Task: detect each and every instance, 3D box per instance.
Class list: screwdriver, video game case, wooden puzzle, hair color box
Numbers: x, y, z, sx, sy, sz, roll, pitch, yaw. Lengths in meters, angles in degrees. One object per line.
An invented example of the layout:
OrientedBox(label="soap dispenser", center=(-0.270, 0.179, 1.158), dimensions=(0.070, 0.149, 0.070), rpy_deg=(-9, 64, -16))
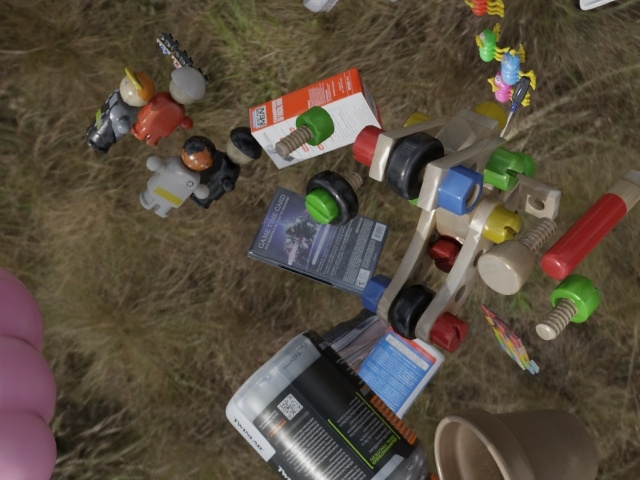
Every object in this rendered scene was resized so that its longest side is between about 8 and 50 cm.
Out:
OrientedBox(label="screwdriver", center=(0.354, -0.227, 1.479), dimensions=(0.025, 0.024, 0.170), rpy_deg=(28, 126, 23))
OrientedBox(label="video game case", center=(0.000, 0.000, 1.771), dimensions=(0.274, 0.196, 0.026), rpy_deg=(19, 146, 4))
OrientedBox(label="wooden puzzle", center=(0.176, 0.094, 0.737), dimensions=(0.006, 0.083, 0.049), rpy_deg=(-33, 124, -5))
OrientedBox(label="hair color box", center=(-0.006, -0.172, 1.133), dimensions=(0.167, 0.053, 0.093), rpy_deg=(-19, 144, 15))

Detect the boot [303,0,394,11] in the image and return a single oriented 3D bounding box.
OrientedBox(label="boot", center=(0.068, -0.388, 1.147), dimensions=(0.123, 0.258, 0.095), rpy_deg=(35, 142, -17))

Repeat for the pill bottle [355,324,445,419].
OrientedBox(label="pill bottle", center=(0.125, 0.273, 1.510), dimensions=(0.124, 0.124, 0.221), rpy_deg=(38, 87, 0))

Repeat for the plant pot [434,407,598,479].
OrientedBox(label="plant pot", center=(0.373, 0.414, 1.453), dimensions=(0.229, 0.263, 0.263), rpy_deg=(-13, 108, -21))

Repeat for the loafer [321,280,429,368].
OrientedBox(label="loafer", center=(0.131, 0.202, 1.832), dimensions=(0.302, 0.109, 0.095), rpy_deg=(-30, 107, -11))

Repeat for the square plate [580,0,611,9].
OrientedBox(label="square plate", center=(0.586, -0.597, 1.332), dimensions=(0.344, 0.049, 0.347), rpy_deg=(-6, 83, 55))

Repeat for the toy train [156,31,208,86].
OrientedBox(label="toy train", center=(-0.263, -0.341, 1.515), dimensions=(0.158, 0.027, 0.036), rpy_deg=(50, 142, 22))

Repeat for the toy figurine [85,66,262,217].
OrientedBox(label="toy figurine", center=(-0.212, -0.154, 1.179), dimensions=(0.148, 0.209, 0.213), rpy_deg=(-44, 81, 21))

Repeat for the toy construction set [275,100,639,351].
OrientedBox(label="toy construction set", center=(0.170, -0.044, 0.759), dimensions=(0.309, 0.237, 0.257), rpy_deg=(10, 132, 51))

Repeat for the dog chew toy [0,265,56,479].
OrientedBox(label="dog chew toy", center=(-0.407, 0.174, 0.928), dimensions=(0.206, 0.207, 0.332), rpy_deg=(-53, 52, 23))

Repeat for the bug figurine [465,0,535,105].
OrientedBox(label="bug figurine", center=(0.360, -0.393, 1.626), dimensions=(0.072, 0.216, 0.279), rpy_deg=(-18, 61, 7))

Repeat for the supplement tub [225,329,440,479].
OrientedBox(label="supplement tub", center=(0.015, 0.186, 0.725), dimensions=(0.190, 0.117, 0.117), rpy_deg=(46, 113, 10))
